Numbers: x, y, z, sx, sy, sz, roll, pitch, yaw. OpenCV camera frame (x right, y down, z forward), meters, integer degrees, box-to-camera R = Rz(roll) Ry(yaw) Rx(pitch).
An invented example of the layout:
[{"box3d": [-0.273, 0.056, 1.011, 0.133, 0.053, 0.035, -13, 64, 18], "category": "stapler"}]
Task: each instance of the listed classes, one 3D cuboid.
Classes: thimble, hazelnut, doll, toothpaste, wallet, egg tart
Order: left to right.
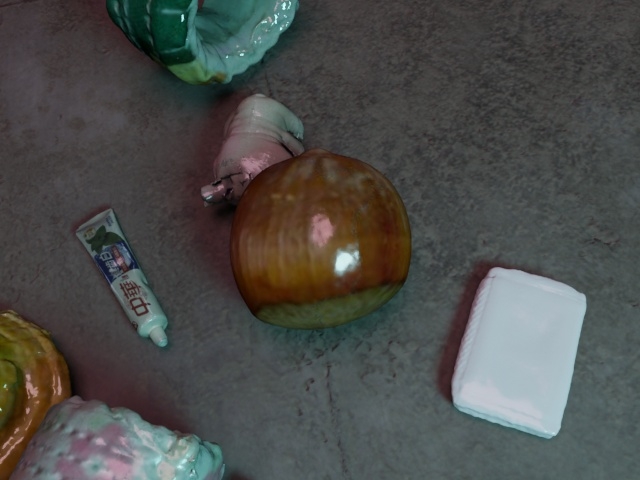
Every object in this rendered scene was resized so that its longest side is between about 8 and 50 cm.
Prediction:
[{"box3d": [-0.430, 0.190, 0.724, 0.290, 0.115, 0.290, -3, 58, 5], "category": "egg tart"}, {"box3d": [-0.190, 0.241, 0.605, 0.185, 0.211, 0.149, 34, 61, -25], "category": "thimble"}, {"box3d": [-0.251, 0.046, 0.828, 0.060, 0.038, 0.233, -31, 58, -13], "category": "toothpaste"}, {"box3d": [-0.158, -0.372, 0.934, 0.167, 0.254, 0.288, 35, 67, 23], "category": "thimble"}, {"box3d": [-0.081, -0.115, 0.868, 0.149, 0.095, 0.192, -2, 57, 4], "category": "doll"}, {"box3d": [0.000, 0.000, 0.732, 0.214, 0.176, 0.214, -1, 95, -9], "category": "hazelnut"}, {"box3d": [0.223, 0.121, 0.727, 0.124, 0.032, 0.183, 15, 61, 15], "category": "wallet"}]
